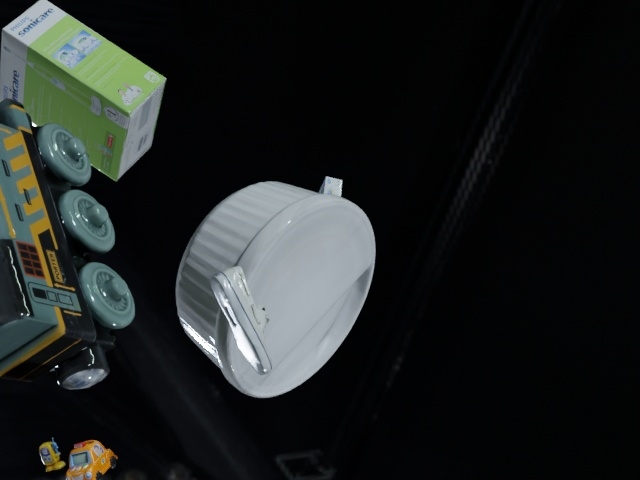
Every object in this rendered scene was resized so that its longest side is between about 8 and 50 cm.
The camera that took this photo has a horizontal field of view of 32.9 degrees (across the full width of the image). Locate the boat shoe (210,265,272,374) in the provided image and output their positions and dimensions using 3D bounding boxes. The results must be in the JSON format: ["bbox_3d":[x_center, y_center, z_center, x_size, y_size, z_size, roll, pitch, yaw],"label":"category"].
[{"bbox_3d":[-0.062,0.070,0.964,0.100,0.035,0.035,64,-27,-1],"label":"boat shoe"}]

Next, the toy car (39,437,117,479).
[{"bbox_3d":[-0.259,0.222,1.091,0.122,0.060,0.041,-10,-76,37],"label":"toy car"}]

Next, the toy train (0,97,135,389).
[{"bbox_3d":[-0.310,-0.006,1.106,0.142,0.190,0.334,-30,-114,19],"label":"toy train"}]

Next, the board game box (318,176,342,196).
[{"bbox_3d":[0.000,0.000,1.563,0.103,0.026,0.154,116,-17,-56],"label":"board game box"}]

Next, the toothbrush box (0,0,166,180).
[{"bbox_3d":[-0.445,-0.276,2.008,0.283,0.122,0.206,32,-37,6],"label":"toothbrush box"}]

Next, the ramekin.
[{"bbox_3d":[-0.062,0.051,1.364,0.127,0.273,0.273,28,-69,33],"label":"ramekin"}]
